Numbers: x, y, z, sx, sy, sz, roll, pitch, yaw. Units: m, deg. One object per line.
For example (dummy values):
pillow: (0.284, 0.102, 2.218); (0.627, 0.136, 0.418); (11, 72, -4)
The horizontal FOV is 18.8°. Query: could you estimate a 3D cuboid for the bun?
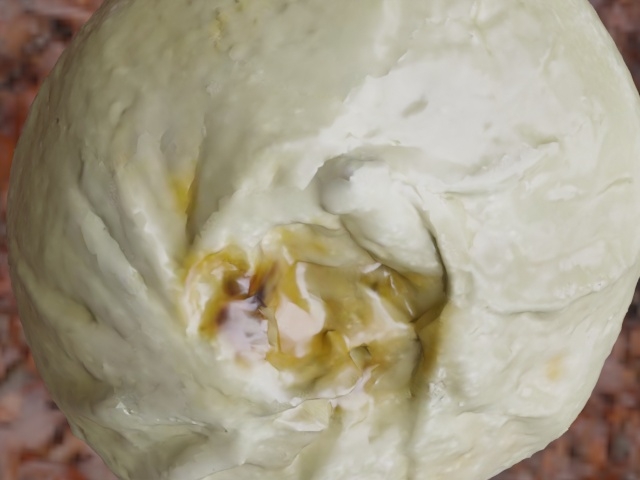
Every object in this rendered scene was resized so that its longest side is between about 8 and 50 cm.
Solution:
bun: (0.000, 0.000, 0.595); (0.127, 0.222, 0.222); (-62, 149, -77)
